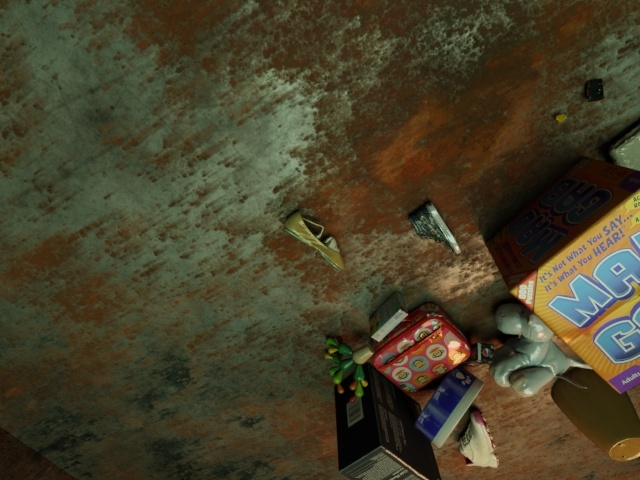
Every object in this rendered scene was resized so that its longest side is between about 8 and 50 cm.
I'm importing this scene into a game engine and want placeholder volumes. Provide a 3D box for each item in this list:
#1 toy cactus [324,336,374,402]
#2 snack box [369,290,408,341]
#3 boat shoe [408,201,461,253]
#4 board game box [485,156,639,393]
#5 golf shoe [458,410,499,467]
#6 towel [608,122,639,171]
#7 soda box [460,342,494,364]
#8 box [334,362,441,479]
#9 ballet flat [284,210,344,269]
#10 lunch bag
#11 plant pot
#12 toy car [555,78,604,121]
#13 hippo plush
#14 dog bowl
[{"bbox_3d":[0.107,0.409,1.339,0.180,0.219,0.112,-39,148,22],"label":"toy cactus"},{"bbox_3d":[0.215,0.243,1.284,0.037,0.100,0.141,34,114,-15],"label":"snack box"},{"bbox_3d":[0.332,-0.021,1.167,0.083,0.065,0.183,-32,108,19],"label":"boat shoe"},{"bbox_3d":[0.699,0.060,0.993,0.356,0.356,0.356,42,112,-2],"label":"board game box"},{"bbox_3d":[0.610,0.794,1.574,0.140,0.115,0.306,-15,116,12],"label":"golf shoe"},{"bbox_3d":[0.899,-0.259,1.029,0.282,0.049,0.187,-40,110,12],"label":"towel"},{"bbox_3d":[0.513,0.379,1.327,0.053,0.060,0.169,7,158,-1],"label":"soda box"},{"bbox_3d":[0.220,0.667,1.374,0.312,0.343,0.179,42,109,-19],"label":"box"},{"bbox_3d":[0.000,0.000,1.172,0.232,0.080,0.073,37,97,-19],"label":"ballet flat"},{"bbox_3d":[0.318,0.347,1.337,0.293,0.120,0.258,-41,106,19],"label":"lunch bag"},{"bbox_3d":[0.986,0.608,1.389,0.237,0.254,0.237,0,117,1],"label":"plant pot"},{"bbox_3d":[0.651,-0.351,1.010,0.122,0.060,0.040,-26,161,31],"label":"toy car"},{"bbox_3d":[0.643,0.321,1.235,0.294,0.234,0.237,3,115,49],"label":"hippo plush"},{"bbox_3d":[0.437,0.559,1.362,0.104,0.265,0.265,35,121,28],"label":"dog bowl"}]
